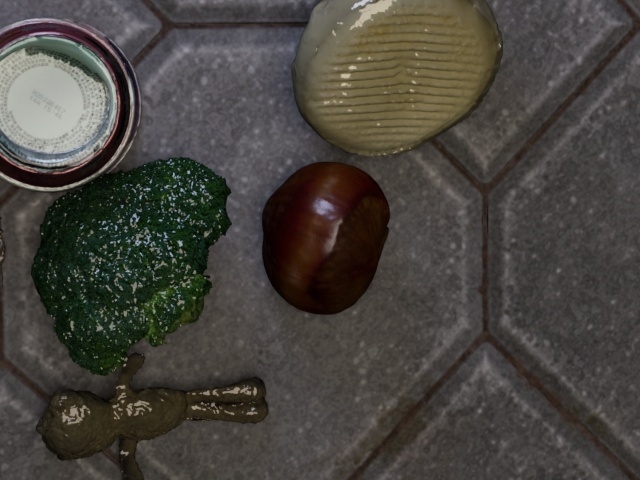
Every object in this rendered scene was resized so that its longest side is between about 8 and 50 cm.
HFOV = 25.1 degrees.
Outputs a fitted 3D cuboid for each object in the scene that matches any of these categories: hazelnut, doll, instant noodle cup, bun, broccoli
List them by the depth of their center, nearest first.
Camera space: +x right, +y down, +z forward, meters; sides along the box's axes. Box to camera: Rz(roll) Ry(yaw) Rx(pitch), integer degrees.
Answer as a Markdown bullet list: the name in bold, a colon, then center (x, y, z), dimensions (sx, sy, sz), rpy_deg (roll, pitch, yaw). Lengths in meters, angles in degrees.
- **instant noodle cup**: center (-0.329, -0.167, 1.749), dimensions (0.244, 0.255, 0.243), rpy_deg (-1, 94, -10)
- **broccoli**: center (-0.225, 0.031, 1.802), dimensions (0.265, 0.245, 0.294), rpy_deg (22, 87, 30)
- **bun**: center (0.088, -0.246, 1.874), dimensions (0.287, 0.146, 0.287), rpy_deg (-15, 133, -16)
- **hazelnut**: center (0.000, 0.000, 1.887), dimensions (0.178, 0.178, 0.204), rpy_deg (0, 126, -12)
- **doll**: center (-0.223, 0.220, 1.896), dimensions (0.286, 0.091, 0.202), rpy_deg (-26, 134, 2)

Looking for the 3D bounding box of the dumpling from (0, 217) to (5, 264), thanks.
- **dumpling**: center (-0.524, -0.077, 1.803), dimensions (0.332, 0.086, 0.166), rpy_deg (33, 91, -18)
